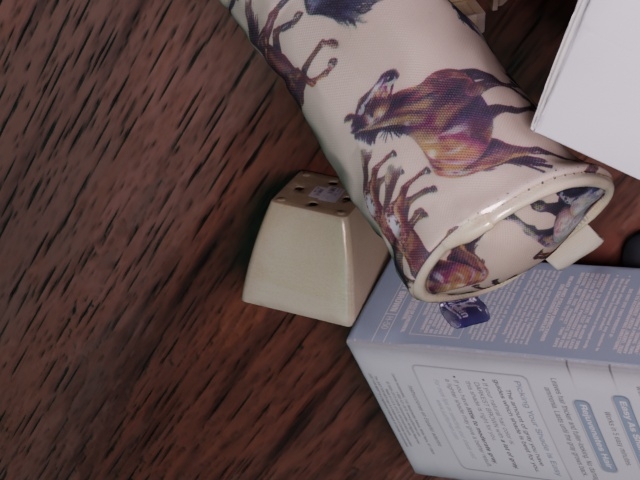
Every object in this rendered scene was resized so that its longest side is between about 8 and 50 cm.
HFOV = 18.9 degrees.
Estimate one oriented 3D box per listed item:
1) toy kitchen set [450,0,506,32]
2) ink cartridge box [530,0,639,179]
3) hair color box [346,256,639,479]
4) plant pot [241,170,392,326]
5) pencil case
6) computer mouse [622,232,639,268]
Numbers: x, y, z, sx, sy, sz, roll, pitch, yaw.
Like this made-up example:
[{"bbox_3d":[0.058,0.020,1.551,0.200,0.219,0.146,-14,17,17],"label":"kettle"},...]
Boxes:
[{"bbox_3d":[0.114,-0.173,1.524,0.068,0.083,0.075,-13,131,-14],"label":"toy kitchen set"},{"bbox_3d":[0.292,-0.176,1.278,0.198,0.270,0.197,26,135,8],"label":"ink cartridge box"},{"bbox_3d":[0.229,0.121,1.633,0.374,0.113,0.185,4,138,34],"label":"hair color box"},{"bbox_3d":[0.000,0.000,1.707,0.109,0.109,0.096,12,119,19],"label":"plant pot"},{"bbox_3d":[0.042,-0.139,1.398,0.160,0.183,0.410,-37,65,9],"label":"pencil case"},{"bbox_3d":[0.336,0.087,1.637,0.071,0.041,0.242,-28,111,40],"label":"computer mouse"}]
